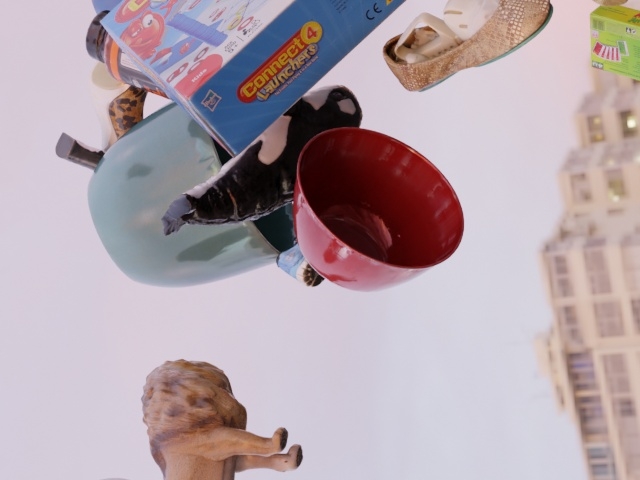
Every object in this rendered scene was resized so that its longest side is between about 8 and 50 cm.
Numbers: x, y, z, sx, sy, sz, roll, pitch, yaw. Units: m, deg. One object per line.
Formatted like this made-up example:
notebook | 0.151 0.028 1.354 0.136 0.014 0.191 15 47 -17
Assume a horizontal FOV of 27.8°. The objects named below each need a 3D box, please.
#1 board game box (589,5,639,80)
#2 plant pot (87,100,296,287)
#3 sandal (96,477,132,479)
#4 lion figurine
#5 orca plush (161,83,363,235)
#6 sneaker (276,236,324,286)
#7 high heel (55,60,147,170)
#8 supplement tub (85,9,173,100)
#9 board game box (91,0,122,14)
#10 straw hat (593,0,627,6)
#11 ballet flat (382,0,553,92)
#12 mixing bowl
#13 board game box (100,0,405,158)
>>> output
board game box | 0.478 -0.277 1.871 0.043 0.181 0.092 -39 -44 -31
plant pot | -0.203 -0.063 1.932 0.293 0.235 0.293 59 -164 -28
sandal | -0.327 0.438 1.432 0.416 0.169 0.102 -54 -47 -37
lion figurine | -0.162 0.354 1.749 0.142 0.240 0.392 52 -135 -62
orca plush | -0.037 -0.078 1.424 0.287 0.102 0.151 -27 -39 -44
sneaker | 0.000 0.000 1.733 0.162 0.073 0.063 -35 -45 -46
high heel | -0.284 -0.212 2.038 0.261 0.093 0.186 -54 -35 10
supplement tub | -0.214 -0.248 1.726 0.106 0.198 0.106 -49 -29 -40
board game box | -0.236 -0.345 1.786 0.133 0.169 0.033 61 -152 -8
straw hat | 0.287 -0.270 1.302 0.144 0.144 0.061 -26 -41 -64
ballet flat | 0.128 -0.195 1.222 0.067 0.206 0.073 36 -123 -22
mixing bowl | 0.042 -0.016 1.299 0.181 0.098 0.181 16 -135 -17
board game box | -0.055 -0.265 1.360 0.086 0.308 0.302 49 176 -34
